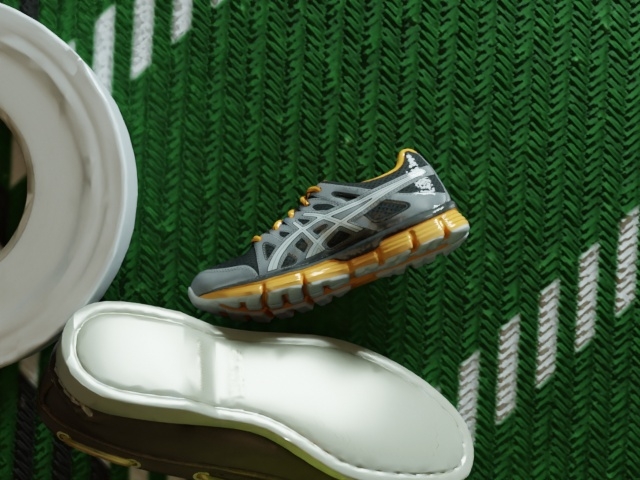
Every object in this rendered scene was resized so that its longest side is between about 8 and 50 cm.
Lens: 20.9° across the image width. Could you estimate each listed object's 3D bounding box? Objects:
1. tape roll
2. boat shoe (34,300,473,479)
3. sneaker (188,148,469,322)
[{"bbox_3d":[-0.280,-0.038,1.282,0.286,0.100,0.286,0,90,-2],"label":"tape roll"},{"bbox_3d":[-0.047,0.134,1.280,0.324,0.097,0.117,15,48,-18],"label":"boat shoe"},{"bbox_3d":[0.000,0.000,1.304,0.215,0.084,0.083,-19,77,-5],"label":"sneaker"}]
